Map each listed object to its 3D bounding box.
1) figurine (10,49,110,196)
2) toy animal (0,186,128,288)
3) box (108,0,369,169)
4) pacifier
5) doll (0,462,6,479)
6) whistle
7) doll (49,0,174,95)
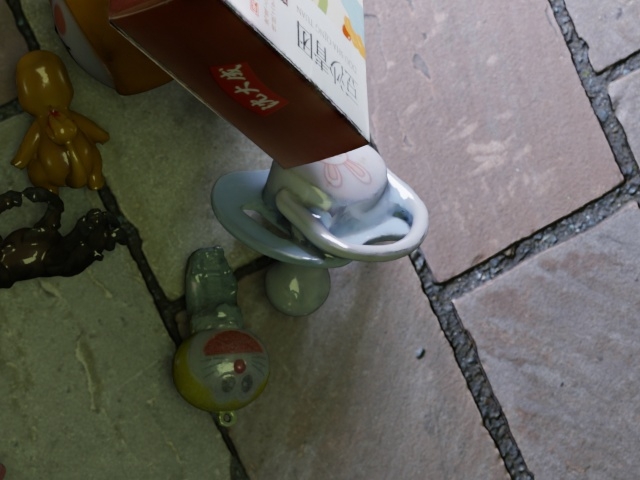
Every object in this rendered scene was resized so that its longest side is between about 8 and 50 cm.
[{"bbox_3d":[-0.306,-0.134,1.707,0.121,0.122,0.176,-19,97,-15],"label":"figurine"},{"bbox_3d":[-0.335,0.013,1.702,0.232,0.148,0.084,-18,58,-16],"label":"toy animal"},{"bbox_3d":[-0.079,-0.328,1.614,0.344,0.122,0.385,39,43,-52],"label":"box"},{"bbox_3d":[0.000,0.000,1.782,0.287,0.238,0.226,-26,143,-45],"label":"pacifier"},{"bbox_3d":[-0.421,0.349,1.685,0.262,0.093,0.211,47,73,-13],"label":"doll"},{"bbox_3d":[-0.122,0.113,1.781,0.122,0.123,0.223,-2,76,-19],"label":"whistle"},{"bbox_3d":[-0.225,-0.297,1.712,0.213,0.213,0.236,-23,58,-17],"label":"doll"}]
